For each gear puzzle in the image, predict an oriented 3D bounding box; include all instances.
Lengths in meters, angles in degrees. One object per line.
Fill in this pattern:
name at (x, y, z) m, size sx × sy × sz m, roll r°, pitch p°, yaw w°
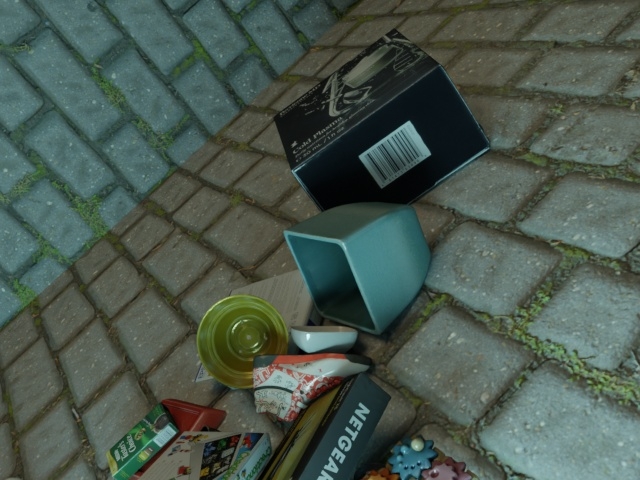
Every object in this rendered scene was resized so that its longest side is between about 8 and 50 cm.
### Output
gear puzzle at (0.075, 0.438, 1.123) m, size 0.339 × 0.044 × 0.175 m, roll -41°, pitch 31°, yaw -16°

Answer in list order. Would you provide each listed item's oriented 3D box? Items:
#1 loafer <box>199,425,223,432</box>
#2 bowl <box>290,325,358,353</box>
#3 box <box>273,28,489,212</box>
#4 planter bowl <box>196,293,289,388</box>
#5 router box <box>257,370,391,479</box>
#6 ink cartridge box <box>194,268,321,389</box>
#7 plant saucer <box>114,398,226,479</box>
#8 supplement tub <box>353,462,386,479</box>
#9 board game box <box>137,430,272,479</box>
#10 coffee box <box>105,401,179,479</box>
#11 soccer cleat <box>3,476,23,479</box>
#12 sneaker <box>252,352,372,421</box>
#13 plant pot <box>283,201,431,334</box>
loafer at (-0.270, 0.507, 1.619) m, size 0.080 × 0.078 × 0.220 m, roll -26°, pitch 30°, yaw 22°
bowl at (0.006, 0.226, 1.659) m, size 0.142 × 0.142 × 0.053 m, roll -179°, pitch 91°, yaw -76°
box at (0.153, -0.319, 2.116) m, size 0.480 × 0.297 × 0.472 m, roll -35°, pitch 26°, yaw 8°
planter bowl at (-0.176, 0.233, 1.717) m, size 0.217 × 0.217 × 0.090 m, roll -37°, pitch -4°, yaw 3°
router box at (-0.022, 0.409, 1.325) m, size 0.243 × 0.081 × 0.309 m, roll -44°, pitch 6°, yaw 46°
ink cartridge box at (-0.141, 0.227, 1.888) m, size 0.330 × 0.071 × 0.324 m, roll -20°, pitch 36°, yaw 34°
plant saucer at (-0.387, 0.502, 1.802) m, size 0.259 × 0.048 × 0.258 m, roll -4°, pitch 43°, yaw 49°
supplement tub at (0.096, 0.470, 1.209) m, size 0.106 × 0.106 × 0.198 m, roll -31°, pitch 29°, yaw 15°
board game box at (-0.233, 0.443, 1.324) m, size 0.193 × 0.053 × 0.305 m, roll -5°, pitch 13°, yaw 20°
coffee box at (-0.437, 0.494, 1.778) m, size 0.184 × 0.040 × 0.113 m, roll -42°, pitch 28°, yaw -7°
soccer cleat at (-0.780, 0.718, 1.852) m, size 0.143 × 0.116 × 0.331 m, roll -60°, pitch 27°, yaw 24°
sneaker at (-0.018, 0.323, 1.597) m, size 0.270 × 0.090 × 0.145 m, roll -3°, pitch 75°, yaw 11°
plant pot at (0.113, 0.032, 1.709) m, size 0.252 × 0.248 × 0.247 m, roll -34°, pitch 23°, yaw -26°
